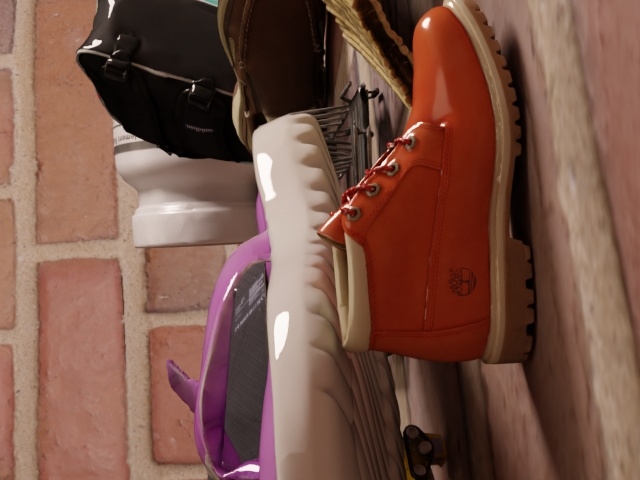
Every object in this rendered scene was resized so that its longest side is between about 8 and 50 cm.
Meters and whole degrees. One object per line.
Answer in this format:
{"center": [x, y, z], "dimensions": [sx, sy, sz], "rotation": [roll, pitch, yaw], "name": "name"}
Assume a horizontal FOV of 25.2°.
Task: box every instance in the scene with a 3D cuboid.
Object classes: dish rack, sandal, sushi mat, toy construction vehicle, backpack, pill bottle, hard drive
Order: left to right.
{"center": [-0.160, -0.174, 1.821], "dimensions": [0.210, 0.210, 0.363], "rotation": [166, 101, -84], "name": "pill bottle"}
{"center": [-0.137, -0.189, 1.565], "dimensions": [0.253, 0.225, 0.191], "rotation": [90, -163, -69], "name": "backpack"}
{"center": [-0.042, 0.104, 1.258], "dimensions": [0.172, 0.054, 0.254], "rotation": [-50, 29, 41], "name": "hard drive"}
{"center": [-0.022, 0.069, 0.728], "dimensions": [0.416, 0.102, 0.169], "rotation": [-92, -16, -66], "name": "sandal"}
{"center": [0.000, 0.000, 1.031], "dimensions": [0.271, 0.074, 0.208], "rotation": [135, 131, -82], "name": "dish rack"}
{"center": [0.006, -0.164, 0.868], "dimensions": [0.151, 0.019, 0.316], "rotation": [57, -177, -17], "name": "sushi mat"}
{"center": [0.058, 0.162, 0.780], "dimensions": [0.086, 0.035, 0.098], "rotation": [112, 154, -51], "name": "toy construction vehicle"}

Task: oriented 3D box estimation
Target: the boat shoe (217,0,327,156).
{"center": [-0.029, -0.142, 1.232], "dimensions": [0.257, 0.095, 0.095], "rotation": [86, 164, -59], "name": "boat shoe"}

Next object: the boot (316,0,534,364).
{"center": [0.040, -0.027, 0.595], "dimensions": [0.059, 0.085, 0.158], "rotation": [110, 158, -79], "name": "boot"}
